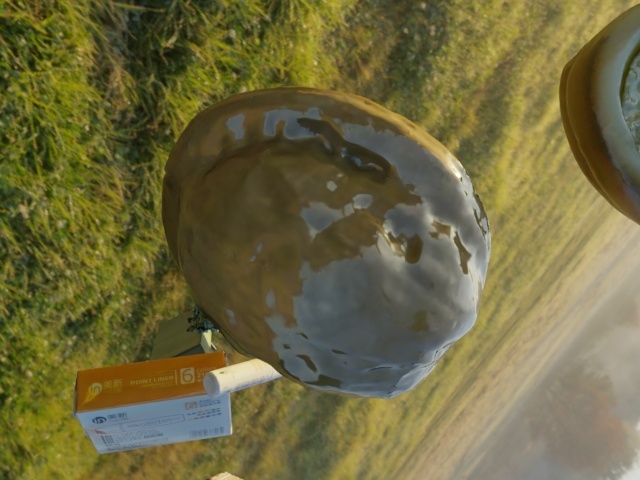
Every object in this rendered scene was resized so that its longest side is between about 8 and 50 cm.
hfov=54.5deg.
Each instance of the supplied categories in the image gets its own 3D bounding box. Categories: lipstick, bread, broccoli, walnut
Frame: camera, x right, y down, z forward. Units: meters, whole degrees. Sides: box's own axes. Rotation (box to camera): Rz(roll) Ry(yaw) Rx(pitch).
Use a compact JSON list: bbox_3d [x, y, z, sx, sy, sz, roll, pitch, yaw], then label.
[{"bbox_3d":[-0.113,0.205,0.951,0.141,0.040,0.040,-8,133,-45],"label":"lipstick"},{"bbox_3d":[0.578,-0.179,0.973,0.329,0.424,0.245,-50,-178,17],"label":"bread"},{"bbox_3d":[-0.154,0.107,0.963,0.096,0.092,0.095,10,113,-12],"label":"broccoli"},{"bbox_3d":[0.013,0.003,0.743,0.383,0.383,0.384,-38,152,-24],"label":"walnut"}]

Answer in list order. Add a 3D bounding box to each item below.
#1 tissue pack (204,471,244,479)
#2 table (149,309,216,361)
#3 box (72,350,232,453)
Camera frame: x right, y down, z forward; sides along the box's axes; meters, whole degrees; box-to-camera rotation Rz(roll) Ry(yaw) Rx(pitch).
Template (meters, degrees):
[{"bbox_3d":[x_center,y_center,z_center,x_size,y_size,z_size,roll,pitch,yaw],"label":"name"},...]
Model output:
[{"bbox_3d":[-0.132,0.322,0.684,0.109,0.060,0.148,-65,166,-7],"label":"tissue pack"},{"bbox_3d":[-0.290,0.250,1.378,0.121,0.111,0.240,-25,-164,-1],"label":"table"},{"bbox_3d":[-0.304,0.310,1.173,0.273,0.091,0.221,-5,143,-12],"label":"box"}]
